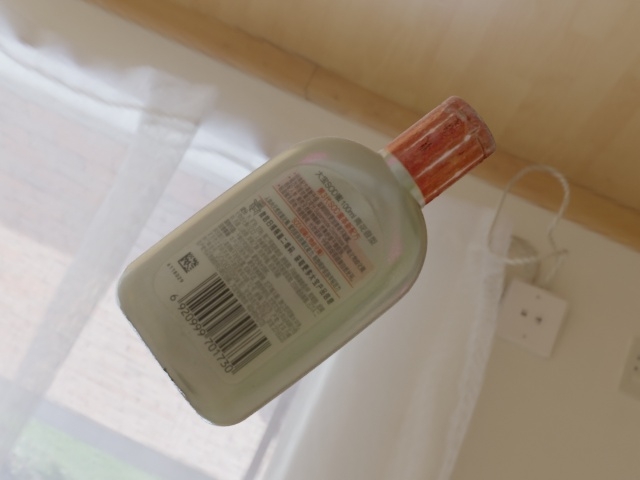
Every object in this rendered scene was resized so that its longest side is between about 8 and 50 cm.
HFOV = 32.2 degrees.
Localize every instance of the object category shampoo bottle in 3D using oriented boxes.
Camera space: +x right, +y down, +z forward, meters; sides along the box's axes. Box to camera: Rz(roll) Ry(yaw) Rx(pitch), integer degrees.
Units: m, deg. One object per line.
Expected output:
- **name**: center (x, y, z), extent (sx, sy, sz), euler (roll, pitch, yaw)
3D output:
- **shampoo bottle**: center (0.000, 0.000, 0.611), extent (0.108, 0.221, 0.051), euler (52, 173, 9)
